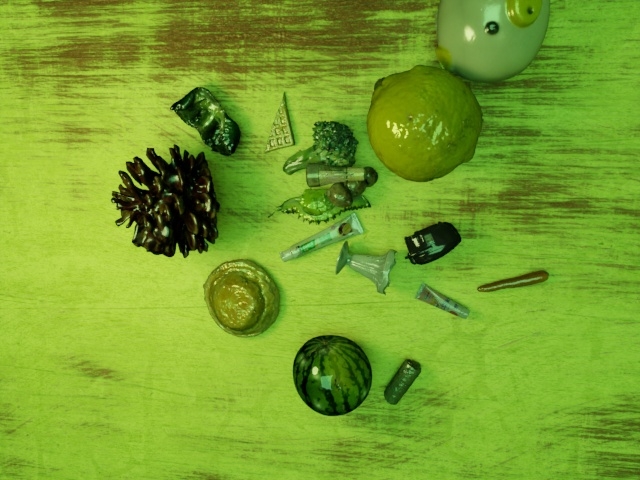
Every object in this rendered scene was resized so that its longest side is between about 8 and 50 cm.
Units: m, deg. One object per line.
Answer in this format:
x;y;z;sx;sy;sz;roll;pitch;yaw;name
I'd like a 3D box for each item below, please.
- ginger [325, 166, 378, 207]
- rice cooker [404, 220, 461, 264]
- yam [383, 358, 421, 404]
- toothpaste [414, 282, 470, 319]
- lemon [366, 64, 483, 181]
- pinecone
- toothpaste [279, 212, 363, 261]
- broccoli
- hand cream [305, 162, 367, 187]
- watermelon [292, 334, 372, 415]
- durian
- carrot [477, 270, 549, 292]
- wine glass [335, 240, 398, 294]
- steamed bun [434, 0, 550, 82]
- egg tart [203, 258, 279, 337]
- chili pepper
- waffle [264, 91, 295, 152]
0.114;-0.187;1.794;0.104;0.080;0.204;41;62;21;ginger
0.382;0.011;1.800;0.203;0.142;0.118;-24;84;12;rice cooker
0.306;0.527;1.946;0.078;0.078;0.179;30;105;2;yam
0.444;0.224;1.885;0.195;0.043;0.067;26;107;8;toothpaste
0.316;-0.368;1.636;0.387;0.350;0.349;38;104;3;lemon
-0.515;-0.137;1.760;0.398;0.398;0.397;2;101;8;pinecone
0.000;0.000;1.902;0.315;0.056;0.058;-25;141;9;toothpaste
0.015;-0.297;1.816;0.199;0.177;0.275;21;139;-30;broccoli
0.055;-0.217;1.733;0.203;0.084;0.083;1;101;8;hand cream
0.041;0.483;1.869;0.285;0.285;0.285;2;101;8;watermelon
-0.009;-0.122;1.849;0.375;0.106;0.132;-3;95;5;durian
0.678;0.148;1.835;0.248;0.043;0.043;-14;99;13;carrot
0.162;0.088;1.840;0.197;0.165;0.164;17;103;8;wine glass
0.513;-0.668;1.560;0.334;0.334;0.373;2;96;8;steamed bun
-0.306;0.228;1.950;0.319;0.128;0.318;2;103;10;egg tart
-0.384;-0.416;1.851;0.148;0.116;0.264;-45;93;2;chili pepper
-0.164;-0.420;1.852;0.125;0.032;0.190;-12;97;13;waffle
